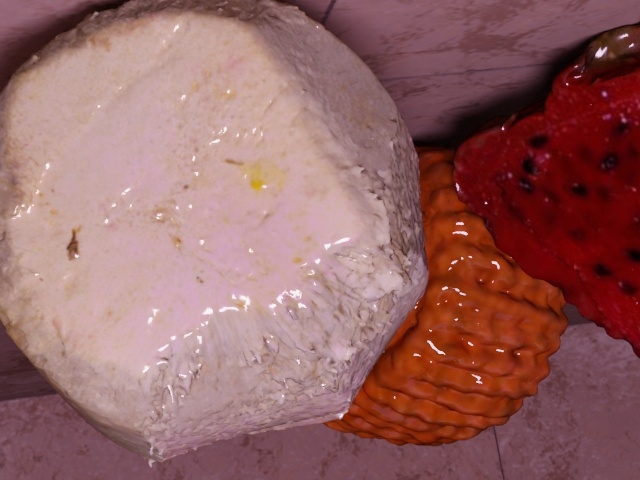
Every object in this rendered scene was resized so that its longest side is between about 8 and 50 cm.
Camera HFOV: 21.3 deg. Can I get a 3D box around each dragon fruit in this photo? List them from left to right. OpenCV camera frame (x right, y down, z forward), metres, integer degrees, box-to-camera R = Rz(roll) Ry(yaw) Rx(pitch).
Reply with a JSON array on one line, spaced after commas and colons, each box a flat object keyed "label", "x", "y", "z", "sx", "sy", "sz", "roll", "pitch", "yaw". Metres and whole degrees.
[{"label": "dragon fruit", "x": 0.301, "y": -0.122, "z": 1.329, "sx": 0.286, "sy": 0.228, "sz": 0.329, "roll": -39, "pitch": 166, "yaw": -38}]

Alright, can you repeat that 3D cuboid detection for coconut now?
[{"label": "coconut", "x": -0.069, "y": 0.003, "z": 1.136, "sx": 0.298, "sy": 0.297, "sz": 0.309, "roll": -10, "pitch": 167, "yaw": 3}]

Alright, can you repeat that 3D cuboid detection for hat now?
[{"label": "hat", "x": 0.000, "y": 0.000, "z": 1.444, "sx": 0.400, "sy": 0.285, "sz": 0.285, "roll": 29, "pitch": 148, "yaw": -27}]
